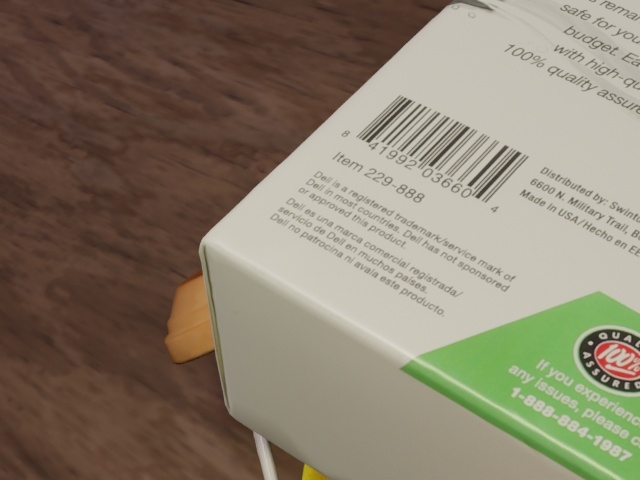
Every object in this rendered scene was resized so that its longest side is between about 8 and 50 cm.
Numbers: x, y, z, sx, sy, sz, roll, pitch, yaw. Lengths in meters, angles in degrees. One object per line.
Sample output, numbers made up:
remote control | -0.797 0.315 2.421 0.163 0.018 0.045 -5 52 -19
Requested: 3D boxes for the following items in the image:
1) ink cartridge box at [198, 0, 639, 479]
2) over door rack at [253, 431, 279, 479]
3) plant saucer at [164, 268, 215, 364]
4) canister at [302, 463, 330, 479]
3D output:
ink cartridge box | 0.125 -0.007 0.734 0.211 0.121 0.289 30 57 26
over door rack | -0.093 0.196 0.780 0.239 0.108 0.324 -43 35 33
plant saucer | 0.000 0.000 0.948 0.200 0.037 0.200 -31 3 2
canister | 0.080 0.111 0.810 0.170 0.073 0.126 -19 42 28
